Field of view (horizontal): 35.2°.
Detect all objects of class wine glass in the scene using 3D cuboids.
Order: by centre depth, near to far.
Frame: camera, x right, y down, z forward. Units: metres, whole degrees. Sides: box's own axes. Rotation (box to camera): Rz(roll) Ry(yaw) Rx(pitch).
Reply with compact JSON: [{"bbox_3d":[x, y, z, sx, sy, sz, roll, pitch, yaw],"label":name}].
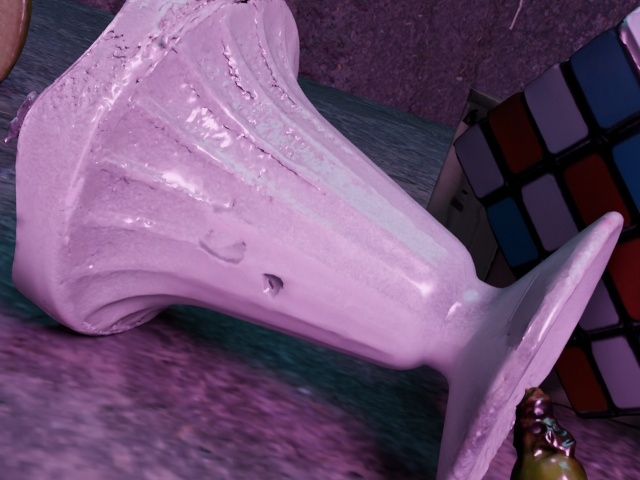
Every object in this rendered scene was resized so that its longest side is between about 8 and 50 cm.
[{"bbox_3d":[0.000,0.000,0.392,0.196,0.165,0.165,29,14,19],"label":"wine glass"}]

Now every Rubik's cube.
[{"bbox_3d":[0.176,-0.024,0.439,0.154,0.151,0.155,-23,-5,-20],"label":"Rubik's cube"}]

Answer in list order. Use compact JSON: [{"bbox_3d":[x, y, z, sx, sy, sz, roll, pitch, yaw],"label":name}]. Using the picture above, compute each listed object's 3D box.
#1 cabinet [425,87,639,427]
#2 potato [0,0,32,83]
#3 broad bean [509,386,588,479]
[{"bbox_3d":[0.175,0.016,0.616,0.206,0.145,0.150,17,13,-13],"label":"cabinet"},{"bbox_3d":[-0.361,-0.233,0.866,0.255,0.269,0.112,46,6,-14],"label":"potato"},{"bbox_3d":[0.066,0.113,0.238,0.046,0.061,0.195,-5,26,1],"label":"broad bean"}]
